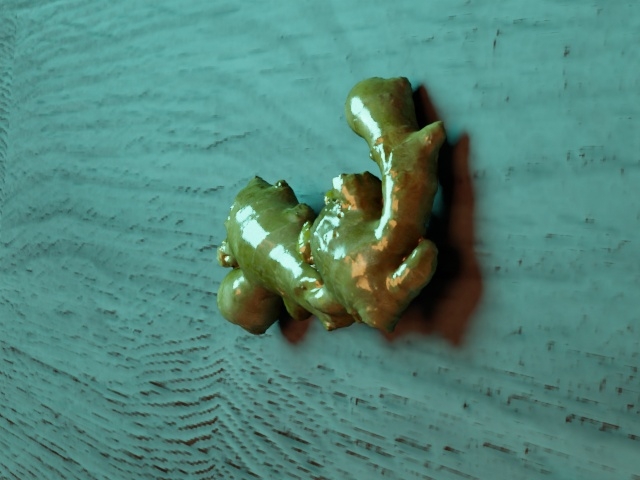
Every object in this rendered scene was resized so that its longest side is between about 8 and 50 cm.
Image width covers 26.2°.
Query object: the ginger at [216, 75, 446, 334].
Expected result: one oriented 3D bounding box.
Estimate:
[{"bbox_3d":[0.000,0.000,0.733,0.193,0.053,0.176,-69,29,26],"label":"ginger"}]
